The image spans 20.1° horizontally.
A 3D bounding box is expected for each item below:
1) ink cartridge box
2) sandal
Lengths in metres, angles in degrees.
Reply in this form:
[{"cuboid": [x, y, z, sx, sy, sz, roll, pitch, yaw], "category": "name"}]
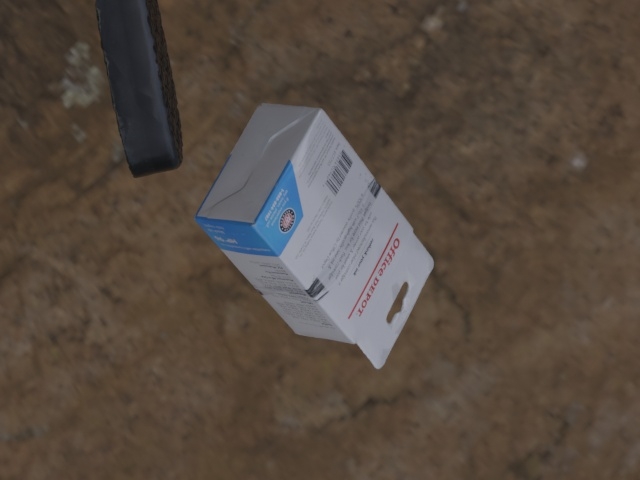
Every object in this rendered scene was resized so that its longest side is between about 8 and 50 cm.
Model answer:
[{"cuboid": [0.000, 0.000, 0.589, 0.083, 0.028, 0.048, 51, 58, -40], "category": "ink cartridge box"}, {"cuboid": [-0.194, -0.255, 1.341, 0.107, 0.167, 0.445, -10, 107, 1], "category": "sandal"}]
